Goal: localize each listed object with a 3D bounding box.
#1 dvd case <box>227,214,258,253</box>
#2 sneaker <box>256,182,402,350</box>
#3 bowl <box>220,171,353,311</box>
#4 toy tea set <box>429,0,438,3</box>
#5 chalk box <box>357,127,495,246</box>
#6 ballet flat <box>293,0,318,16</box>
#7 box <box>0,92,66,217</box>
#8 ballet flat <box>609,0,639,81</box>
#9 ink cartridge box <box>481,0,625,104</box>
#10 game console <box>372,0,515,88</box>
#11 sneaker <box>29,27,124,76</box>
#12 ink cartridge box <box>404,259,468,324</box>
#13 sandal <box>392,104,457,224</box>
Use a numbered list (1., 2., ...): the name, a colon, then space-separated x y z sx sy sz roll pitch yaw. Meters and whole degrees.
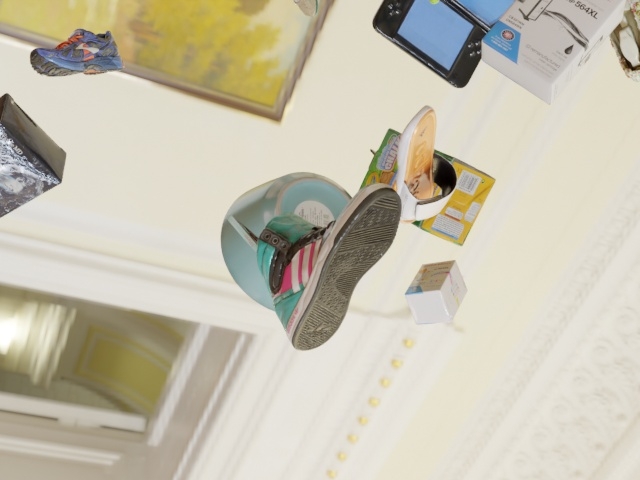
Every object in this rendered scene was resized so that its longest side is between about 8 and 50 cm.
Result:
1. dvd case: -0.105 0.009 1.643 0.013 0.119 0.087 -44 -121 3
2. sneaker: 0.000 0.000 1.463 0.178 0.124 0.295 53 -55 37
3. bowl: -0.033 -0.017 2.014 0.163 0.311 0.311 131 -34 -55
4. toy tea set: 0.302 -0.508 1.711 0.336 0.124 0.200 -20 -160 44
5. chalk box: 0.223 -0.137 2.292 0.289 0.180 0.179 32 -81 45
6. ballet flat: -0.046 -0.484 1.796 0.057 0.052 0.168 -34 -116 60
7. box: -0.548 -0.140 1.679 0.158 0.156 0.093 -27 -141 16
8. ballet flat: 0.615 -0.432 1.977 0.091 0.077 0.241 -29 -102 31
9. ink cartridge box: 0.390 -0.355 1.645 0.203 0.148 0.086 -50 161 -7
10. game console: 0.312 -0.521 2.240 0.250 0.293 0.173 -62 -156 -4
11. sneaker: -0.468 -0.359 1.866 0.083 0.221 0.087 -5 -82 29
12. ink cartridge box: 0.268 0.113 2.244 0.092 0.090 0.143 -8 -152 32
13. sandal: 0.160 -0.091 1.469 0.102 0.076 0.265 -47 157 -21
